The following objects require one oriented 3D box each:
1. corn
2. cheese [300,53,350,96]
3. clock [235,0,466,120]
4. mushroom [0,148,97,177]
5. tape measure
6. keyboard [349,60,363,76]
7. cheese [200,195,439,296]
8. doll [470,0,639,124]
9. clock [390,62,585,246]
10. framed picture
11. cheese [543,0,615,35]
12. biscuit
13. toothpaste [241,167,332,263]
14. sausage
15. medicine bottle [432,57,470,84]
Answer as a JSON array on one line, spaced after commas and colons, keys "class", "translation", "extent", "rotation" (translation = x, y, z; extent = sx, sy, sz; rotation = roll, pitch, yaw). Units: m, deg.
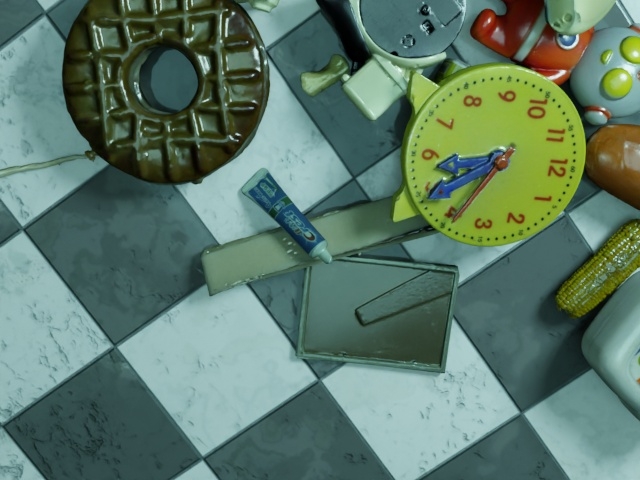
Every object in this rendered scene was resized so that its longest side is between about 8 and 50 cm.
[{"class": "corn", "translation": [0.468, 0.046, 1.416], "extent": [0.068, 0.068, 0.207], "rotation": [42, 97, -7]}, {"class": "cheese", "translation": [0.006, -0.264, 1.382], "extent": [0.083, 0.030, 0.044], "rotation": [-33, 104, 3]}, {"class": "clock", "translation": [0.036, -0.389, 1.305], "extent": [0.276, 0.120, 0.379], "rotation": [-45, 94, 4]}, {"class": "mushroom", "translation": [-0.488, -0.116, 1.421], "extent": [0.286, 0.028, 0.025], "rotation": [-10, 66, 9]}, {"class": "tape measure", "translation": [0.573, 0.165, 1.398], "extent": [0.258, 0.130, 0.265], "rotation": [-42, 107, 6]}, {"class": "keyboard", "translation": [0.093, -0.347, 1.374], "extent": [0.061, 0.013, 0.204], "rotation": [10, 100, 0]}, {"class": "cheese", "translation": [0.000, -0.001, 1.420], "extent": [0.400, 0.034, 0.085], "rotation": [-16, 70, 3]}, {"class": "doll", "translation": [0.400, -0.285, 1.333], "extent": [0.336, 0.105, 0.199], "rotation": [30, 85, -4]}, {"class": "clock", "translation": [0.257, -0.122, 1.300], "extent": [0.294, 0.071, 0.277], "rotation": [-2, 108, -6]}, {"class": "framed picture", "translation": [0.094, 0.122, 1.458], "extent": [0.260, 0.023, 0.189], "rotation": [5, 101, 0]}, {"class": "cheese", "translation": [0.415, -0.384, 1.279], "extent": [0.251, 0.054, 0.127], "rotation": [-26, 118, -37]}, {"class": "biscuit", "translation": [-0.238, -0.251, 1.352], "extent": [0.332, 0.103, 0.332], "rotation": [0, 102, 1]}, {"class": "toothpaste", "translation": [-0.049, -0.034, 1.399], "extent": [0.057, 0.035, 0.197], "rotation": [-45, 73, 7]}, {"class": "sausage", "translation": [0.530, -0.100, 1.359], "extent": [0.258, 0.133, 0.133], "rotation": [26, 100, -5]}, {"class": "medicine bottle", "translation": [0.210, -0.174, 1.367], "extent": [0.132, 0.088, 0.188], "rotation": [27, 100, -9]}]
